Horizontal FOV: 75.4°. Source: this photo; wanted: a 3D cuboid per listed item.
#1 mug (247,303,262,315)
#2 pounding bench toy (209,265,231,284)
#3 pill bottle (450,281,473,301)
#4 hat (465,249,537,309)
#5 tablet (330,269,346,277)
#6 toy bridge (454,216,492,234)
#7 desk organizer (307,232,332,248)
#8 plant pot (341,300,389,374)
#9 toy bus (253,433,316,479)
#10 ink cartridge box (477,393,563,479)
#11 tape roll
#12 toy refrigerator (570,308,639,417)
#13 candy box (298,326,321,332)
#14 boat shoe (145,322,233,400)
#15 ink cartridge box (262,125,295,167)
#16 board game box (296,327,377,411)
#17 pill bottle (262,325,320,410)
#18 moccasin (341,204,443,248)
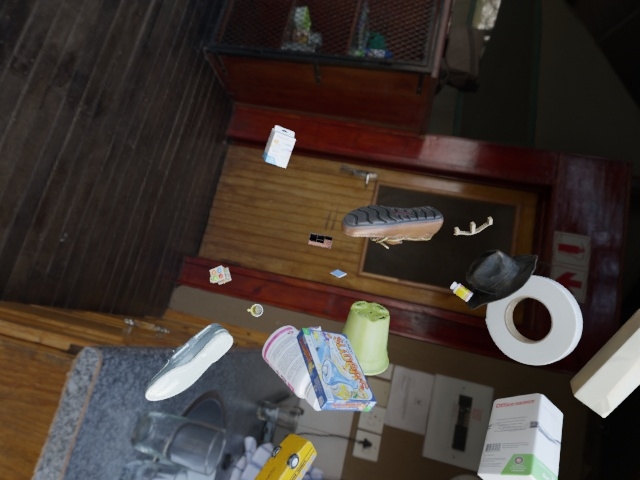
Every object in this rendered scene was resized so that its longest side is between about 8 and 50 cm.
[{"bbox_3d":[-0.340,0.366,2.203,0.062,0.078,0.064,-58,176,-6],"label":"mug"},{"bbox_3d":[-0.393,0.136,1.565,0.065,0.083,0.052,43,27,-73],"label":"pounding bench toy"},{"bbox_3d":[0.559,0.202,1.646,0.043,0.083,0.043,-42,157,-23],"label":"pill bottle"},{"bbox_3d":[0.672,0.116,1.626,0.331,0.134,0.331,-42,180,0],"label":"hat"},{"bbox_3d":[0.100,0.185,2.316,0.054,0.083,0.006,-21,114,-28],"label":"tablet"},{"bbox_3d":[0.733,-0.059,1.995,0.026,0.188,0.063,-107,180,-46],"label":"toy bridge"},{"bbox_3d":[0.000,0.000,2.263,0.047,0.130,0.050,-77,177,-58],"label":"desk organizer"},{"bbox_3d":[0.207,0.433,1.922,0.276,0.275,0.254,-51,153,-68],"label":"plant pot"},{"bbox_3d":[-0.158,0.899,1.562,0.332,0.108,0.130,-44,123,-40],"label":"toy bus"},{"bbox_3d":[0.641,0.648,1.323,0.198,0.114,0.273,-40,-170,50],"label":"ink cartridge box"},{"bbox_3d":[0.928,0.347,1.827,0.071,0.391,0.393,5,97,-41],"label":"tape roll"},{"bbox_3d":[0.778,0.316,1.061,0.270,0.094,0.102,-59,160,17],"label":"toy refrigerator"},{"bbox_3d":[-0.059,0.521,1.967,0.164,0.070,0.197,-2,83,-52],"label":"candy box"},{"bbox_3d":[-0.443,0.399,1.379,0.319,0.099,0.116,-38,139,-14],"label":"boat shoe"},{"bbox_3d":[-0.168,-0.387,1.696,0.090,0.092,0.143,-121,-131,-62],"label":"ink cartridge box"},{"bbox_3d":[0.033,0.297,0.961,0.035,0.136,0.201,-58,-145,24],"label":"board game box"},{"bbox_3d":[-0.062,0.442,1.447,0.160,0.283,0.161,-28,136,-31],"label":"pill bottle"},{"bbox_3d":[0.242,-0.042,1.424,0.139,0.379,0.147,51,-44,43],"label":"moccasin"}]
